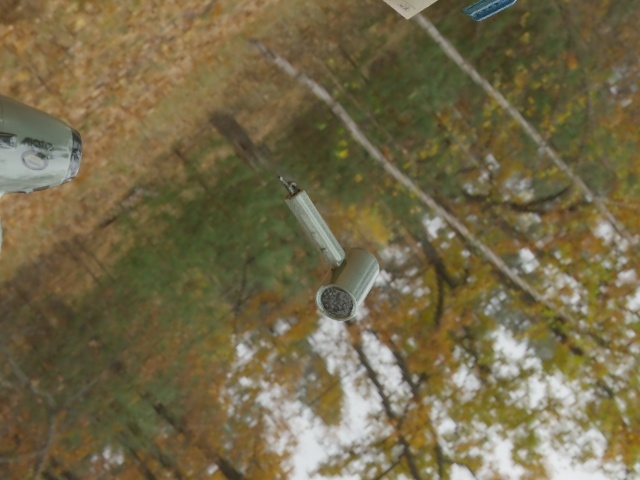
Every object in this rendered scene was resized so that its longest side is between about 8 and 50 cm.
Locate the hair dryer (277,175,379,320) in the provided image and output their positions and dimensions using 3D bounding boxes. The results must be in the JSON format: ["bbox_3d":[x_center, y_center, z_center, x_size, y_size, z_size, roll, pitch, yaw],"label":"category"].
[{"bbox_3d":[0.000,0.000,0.797,0.038,0.124,0.063,-22,-161,32],"label":"hair dryer"}]

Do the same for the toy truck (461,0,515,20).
[{"bbox_3d":[0.236,-0.346,1.362,0.056,0.073,0.090,17,102,-50],"label":"toy truck"}]

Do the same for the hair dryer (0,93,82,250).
[{"bbox_3d":[-0.350,-0.021,0.852,0.092,0.229,0.267,-4,-116,59],"label":"hair dryer"}]

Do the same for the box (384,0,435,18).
[{"bbox_3d":[0.097,-0.417,1.315,0.168,0.212,0.095,-18,-136,57],"label":"box"}]
